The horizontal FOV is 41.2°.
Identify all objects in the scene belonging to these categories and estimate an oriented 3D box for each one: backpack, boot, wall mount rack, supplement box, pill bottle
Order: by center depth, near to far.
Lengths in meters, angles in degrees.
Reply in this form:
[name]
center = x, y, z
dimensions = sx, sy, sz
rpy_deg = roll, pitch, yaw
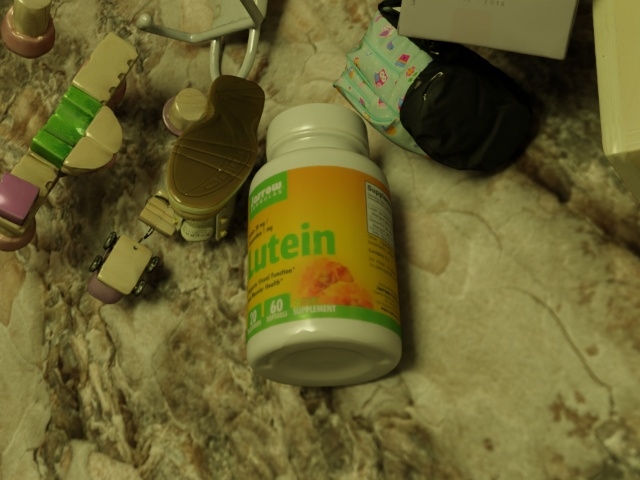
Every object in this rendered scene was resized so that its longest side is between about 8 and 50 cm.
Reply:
[supplement box]
center = 0.150, -0.225, 0.716
dimensions = 0.130, 0.073, 0.239
rpy_deg = 12, 30, 11
[pill bottle]
center = 0.000, 0.000, 0.791
dimensions = 0.136, 0.136, 0.245
rpy_deg = -19, 58, 29
[backpack]
center = 0.093, -0.146, 0.796
dimensions = 0.115, 0.152, 0.182
rpy_deg = -50, 42, 12
[boot]
center = -0.117, -0.053, 0.879
dimensions = 0.213, 0.077, 0.165
rpy_deg = -78, 9, -49
[wall mount rack]
center = -0.107, -0.357, 0.980
dimensions = 0.304, 0.130, 0.350
rpy_deg = 5, 88, 56

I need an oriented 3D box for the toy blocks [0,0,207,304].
[toy blocks]
center = -0.319, -0.101, 1.068
dimensions = 0.288, 0.309, 0.260
rpy_deg = -63, 14, -21

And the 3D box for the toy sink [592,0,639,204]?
[toy sink]
center = 0.292, -0.144, 0.632
dimensions = 0.131, 0.153, 0.234
rpy_deg = -12, 61, 33
